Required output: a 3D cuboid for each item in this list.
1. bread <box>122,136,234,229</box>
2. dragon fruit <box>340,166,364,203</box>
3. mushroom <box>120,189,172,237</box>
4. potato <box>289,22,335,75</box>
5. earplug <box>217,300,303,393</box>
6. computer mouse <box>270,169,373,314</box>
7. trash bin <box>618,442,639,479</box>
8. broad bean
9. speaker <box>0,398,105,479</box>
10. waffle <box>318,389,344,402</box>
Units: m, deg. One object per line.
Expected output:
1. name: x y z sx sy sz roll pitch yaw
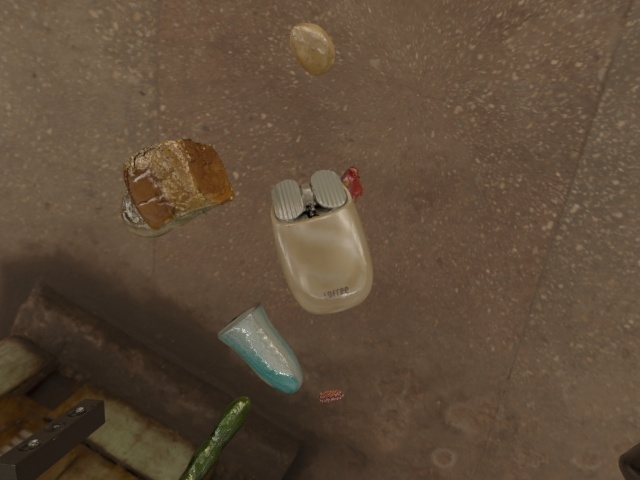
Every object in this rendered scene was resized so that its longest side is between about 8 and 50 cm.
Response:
1. bread: -0.140 -0.054 0.454 0.083 0.077 0.070 -22 88 25
2. dragon fruit: 0.069 -0.126 1.151 0.068 0.112 0.126 33 151 -7
3. mushroom: -0.603 -0.122 1.629 0.227 0.178 0.226 -3 79 14
4. potato: -0.024 -0.517 1.243 0.112 0.112 0.147 -23 119 18
5. earplug: -0.180 0.389 1.579 0.185 0.185 0.324 -36 97 20
6. computer mouse: 0.000 0.000 0.739 0.145 0.082 0.236 -14 72 1
7. trash bin: 0.346 0.108 0.211 0.302 0.252 0.203 -39 116 3
8. broad bean: -0.174 0.331 0.676 0.039 0.226 0.069 35 148 -2
9. speaker: -0.415 0.313 0.720 0.040 0.191 0.046 1 97 9
10. waffle: 0.036 0.511 1.514 0.083 0.075 0.029 -8 85 -20
